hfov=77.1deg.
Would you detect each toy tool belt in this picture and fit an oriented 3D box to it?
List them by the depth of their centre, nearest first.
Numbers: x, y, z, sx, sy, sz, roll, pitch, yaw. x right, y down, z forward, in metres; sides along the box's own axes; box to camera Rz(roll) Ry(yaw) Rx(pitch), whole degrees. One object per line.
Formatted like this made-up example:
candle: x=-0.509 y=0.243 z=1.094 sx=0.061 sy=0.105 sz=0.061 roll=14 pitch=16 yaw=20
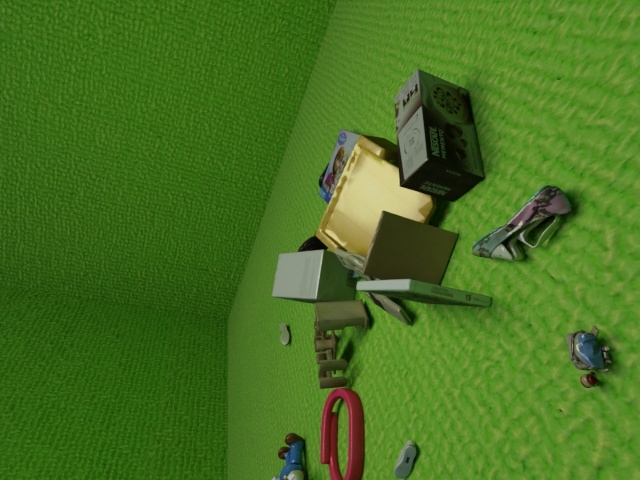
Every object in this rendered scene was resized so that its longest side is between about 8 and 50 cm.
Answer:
toy tool belt: x=0.408 y=0.175 z=0.606 sx=0.051 sy=0.052 sz=0.083 roll=119 pitch=156 yaw=-57

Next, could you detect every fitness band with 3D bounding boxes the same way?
fitness band: x=0.068 y=0.615 z=1.253 sx=0.209 sy=0.054 sz=0.291 roll=-42 pitch=41 yaw=54

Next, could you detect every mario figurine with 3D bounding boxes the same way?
mario figurine: x=-0.125 y=0.853 z=1.427 sx=0.320 sy=0.170 sz=0.198 roll=-104 pitch=-2 yaw=-65

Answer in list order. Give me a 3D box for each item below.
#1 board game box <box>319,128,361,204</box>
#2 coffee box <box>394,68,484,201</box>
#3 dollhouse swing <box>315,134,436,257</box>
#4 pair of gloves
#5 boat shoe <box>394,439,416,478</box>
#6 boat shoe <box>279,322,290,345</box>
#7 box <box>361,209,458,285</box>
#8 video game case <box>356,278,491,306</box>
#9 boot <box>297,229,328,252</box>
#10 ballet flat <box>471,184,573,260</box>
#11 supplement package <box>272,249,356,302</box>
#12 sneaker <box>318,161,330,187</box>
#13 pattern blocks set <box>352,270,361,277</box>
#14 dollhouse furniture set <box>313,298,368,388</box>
board game box: x=0.107 y=-0.294 z=1.694 sx=0.318 sy=0.066 sz=0.318 roll=-126 pitch=53 yaw=-65
coffee box: x=0.293 y=-0.267 z=1.026 sx=0.119 sy=0.168 sz=0.297 roll=134 pitch=144 yaw=-55
dollhouse swing: x=0.204 y=-0.101 z=1.246 sx=0.315 sy=0.305 sz=0.347 roll=-21 pitch=-41 yaw=-60
pair of gloves: x=0.151 y=0.121 z=1.123 sx=0.042 sy=0.240 sz=0.204 roll=-41 pitch=22 yaw=-11
boat shoe: x=0.204 y=0.526 z=0.968 sx=0.035 sy=0.035 sz=0.100 roll=-47 pitch=-27 yaw=-73
boat shoe: x=-0.174 y=0.472 z=2.007 sx=0.137 sy=0.049 sz=0.043 roll=-109 pitch=-5 yaw=-52
box: x=0.219 y=0.031 z=0.987 sx=0.021 sy=0.201 sz=0.164 roll=-117 pitch=43 yaw=-76
video game case: x=0.223 y=0.120 z=0.910 sx=0.227 sy=0.206 sz=0.026 roll=161 pitch=120 yaw=-67
boot: x=0.000 y=0.000 z=1.666 sx=0.082 sy=0.219 sz=0.106 roll=62 pitch=174 yaw=-10
ballet flat: x=0.383 y=-0.011 z=0.776 sx=0.221 sy=0.077 sz=0.079 roll=-55 pitch=49 yaw=46
supplement package: x=-0.024 y=0.144 z=1.510 sx=0.293 sy=0.175 sz=0.177 roll=-6 pitch=71 yaw=52
sneaker: x=0.039 y=-0.312 z=1.909 sx=0.089 sy=0.051 sz=0.170 roll=-104 pitch=36 yaw=-60
pattern blocks set: x=0.198 y=0.034 z=1.295 sx=0.325 sy=0.026 sz=0.285 roll=-177 pitch=101 yaw=-70
dollhouse furniture set: x=0.066 y=0.331 z=1.349 sx=0.212 sy=0.161 sz=0.242 roll=-103 pitch=11 yaw=-62
